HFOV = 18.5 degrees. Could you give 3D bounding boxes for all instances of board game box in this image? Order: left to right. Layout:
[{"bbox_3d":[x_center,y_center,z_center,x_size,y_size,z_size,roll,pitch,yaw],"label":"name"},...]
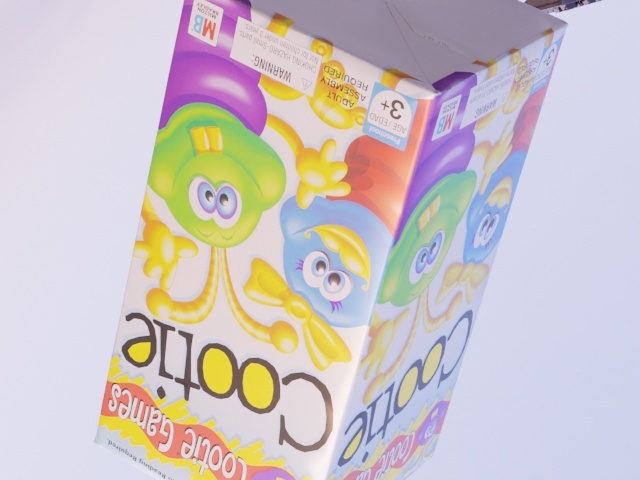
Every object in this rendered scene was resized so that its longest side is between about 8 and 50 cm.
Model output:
[{"bbox_3d":[0.000,0.000,1.013,0.142,0.144,0.275,-32,143,-52],"label":"board game box"}]

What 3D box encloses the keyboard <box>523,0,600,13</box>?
[{"bbox_3d":[0.249,-0.202,1.493,0.180,0.023,0.108,-18,180,-20],"label":"keyboard"}]
